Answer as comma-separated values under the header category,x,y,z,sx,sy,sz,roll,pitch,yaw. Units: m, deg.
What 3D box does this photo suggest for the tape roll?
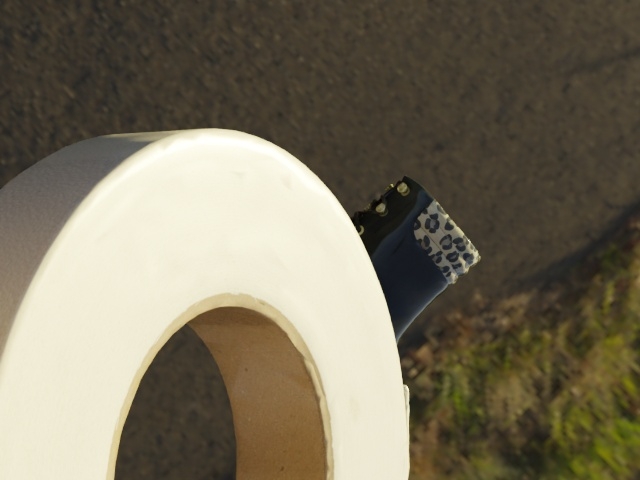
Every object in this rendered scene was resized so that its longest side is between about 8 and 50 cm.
category,x,y,z,sx,sy,sz,roll,pitch,yaw
tape roll,-0.073,0.132,0.805,0.392,0.072,0.391,4,85,-58

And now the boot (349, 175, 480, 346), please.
category,x,y,z,sx,sy,sz,roll,pitch,yaw
boot,0.000,0.001,1.224,0.178,0.085,0.236,-45,100,-4
